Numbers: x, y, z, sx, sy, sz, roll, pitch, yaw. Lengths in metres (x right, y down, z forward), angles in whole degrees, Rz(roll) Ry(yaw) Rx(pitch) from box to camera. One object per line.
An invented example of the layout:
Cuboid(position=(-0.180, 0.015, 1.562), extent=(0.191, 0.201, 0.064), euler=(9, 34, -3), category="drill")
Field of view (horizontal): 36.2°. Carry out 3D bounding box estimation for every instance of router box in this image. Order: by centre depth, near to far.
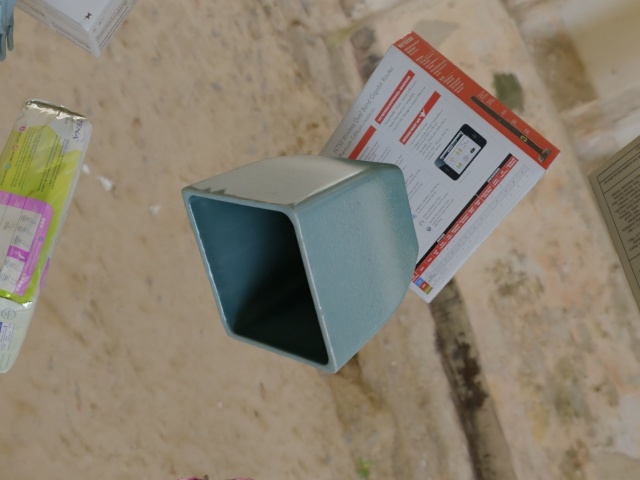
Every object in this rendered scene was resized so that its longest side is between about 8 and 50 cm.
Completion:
Cuboid(position=(0.161, -0.110, 1.570), extent=(0.301, 0.335, 0.082), euler=(41, 39, 6), category="router box")

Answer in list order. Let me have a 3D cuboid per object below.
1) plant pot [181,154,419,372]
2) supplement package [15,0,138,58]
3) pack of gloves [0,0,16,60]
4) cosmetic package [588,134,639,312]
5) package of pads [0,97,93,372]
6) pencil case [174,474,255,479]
Cuboid(position=(0.000, 0.000, 1.396), extent=(0.252, 0.247, 0.247), euler=(-31, 118, -35), category="plant pot")
Cuboid(position=(-0.427, -0.469, 1.607), extent=(0.261, 0.204, 0.145), euler=(32, -9, -2), category="supplement package")
Cuboid(position=(-0.470, -0.366, 1.348), extent=(0.195, 0.046, 0.232), euler=(-18, 116, -85), category="pack of gloves")
Cuboid(position=(0.411, 0.028, 1.005), extent=(0.113, 0.160, 0.310), euler=(-1, 65, -30), category="cosmetic package")
Cuboid(position=(-0.389, -0.008, 1.263), extent=(0.101, 0.229, 0.297), euler=(18, 56, -14), category="package of pads")
Cuboid(position=(-0.167, 0.451, 1.515), extent=(0.160, 0.167, 0.386), euler=(59, 0, 16), category="pencil case")
